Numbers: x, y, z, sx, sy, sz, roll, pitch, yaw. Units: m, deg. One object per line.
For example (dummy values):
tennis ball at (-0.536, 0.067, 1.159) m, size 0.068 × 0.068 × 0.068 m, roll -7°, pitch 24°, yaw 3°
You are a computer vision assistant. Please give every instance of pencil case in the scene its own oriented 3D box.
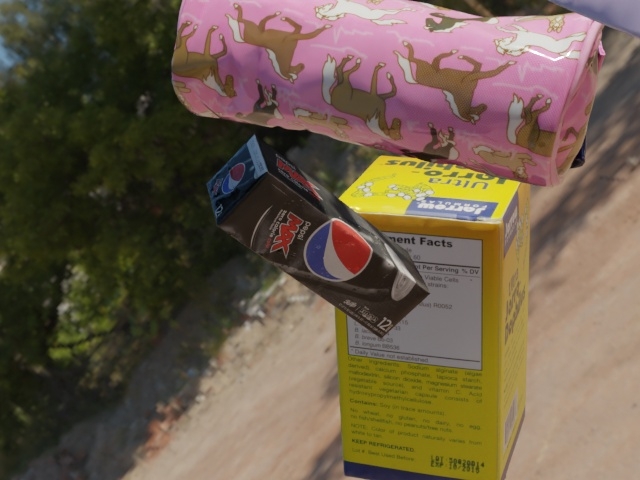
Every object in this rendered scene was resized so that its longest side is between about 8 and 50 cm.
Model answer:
pencil case at (0.055, -0.158, 0.964) m, size 0.167 × 0.386 × 0.160 m, roll 26°, pitch -103°, yaw -72°

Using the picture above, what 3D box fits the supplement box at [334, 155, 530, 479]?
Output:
supplement box at (0.139, 0.098, 1.277) m, size 0.195 × 0.194 × 0.356 m, roll -49°, pitch -40°, yaw -60°

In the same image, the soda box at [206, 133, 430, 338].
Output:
soda box at (0.000, 0.000, 0.760) m, size 0.053 × 0.169 × 0.060 m, roll -45°, pitch 32°, yaw 15°

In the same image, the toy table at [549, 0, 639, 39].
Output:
toy table at (0.254, -0.157, 0.533) m, size 0.252 × 0.274 × 0.161 m, roll -35°, pitch -32°, yaw -66°
